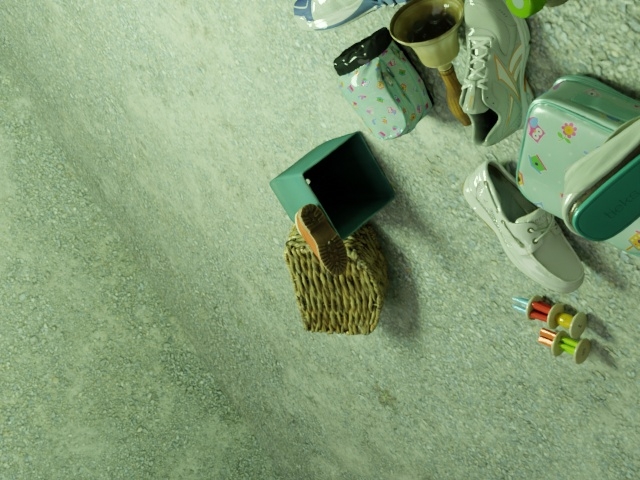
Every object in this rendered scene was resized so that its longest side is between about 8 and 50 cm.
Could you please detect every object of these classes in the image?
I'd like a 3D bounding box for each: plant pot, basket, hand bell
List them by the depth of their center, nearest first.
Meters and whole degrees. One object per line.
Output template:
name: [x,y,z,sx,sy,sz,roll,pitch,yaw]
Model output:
hand bell: [0.212,-0.282,1.616,0.126,0.126,0.242,25,157,40]
plant pot: [0.003,-0.111,2.062,0.165,0.166,0.234,58,155,-17]
basket: [0.056,0.048,2.257,0.213,0.223,0.299,0,134,15]

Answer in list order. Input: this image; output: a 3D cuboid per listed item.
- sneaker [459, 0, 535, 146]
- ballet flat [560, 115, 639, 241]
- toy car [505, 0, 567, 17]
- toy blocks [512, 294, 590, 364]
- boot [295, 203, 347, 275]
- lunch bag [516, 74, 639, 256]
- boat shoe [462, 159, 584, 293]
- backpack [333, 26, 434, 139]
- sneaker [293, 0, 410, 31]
sneaker: [0.264,-0.262,1.511,0.099,0.121,0.262,18,140,45]
ballet flat: [0.472,-0.153,1.244,0.400,0.139,0.139,-38,92,27]
toy car: [0.275,-0.413,1.281,0.188,0.155,0.149,47,155,28]
toy blocks: [0.440,0.165,1.864,0.148,0.054,0.123,22,142,43]
boot: [0.000,0.000,1.961,0.158,0.059,0.084,62,161,-4]
lunch bag: [0.439,-0.115,1.447,0.279,0.108,0.224,31,142,29]
boat shoe: [0.363,-0.026,1.688,0.277,0.098,0.096,47,154,9]
backpack: [0.113,-0.274,1.733,0.182,0.115,0.152,54,151,-14]
sneaker: [0.067,-0.464,1.570,0.315,0.127,0.182,-6,117,51]
